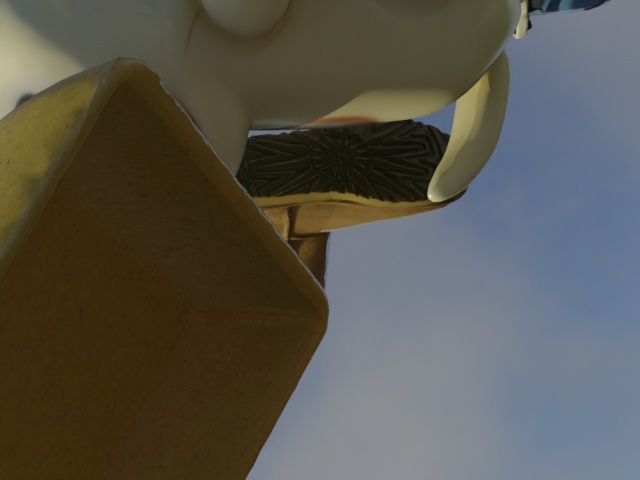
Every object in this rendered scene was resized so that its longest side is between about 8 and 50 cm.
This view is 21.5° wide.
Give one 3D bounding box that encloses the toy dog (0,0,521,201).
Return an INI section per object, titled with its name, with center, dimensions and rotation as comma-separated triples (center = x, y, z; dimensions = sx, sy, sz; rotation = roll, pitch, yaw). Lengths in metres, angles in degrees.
[toy dog]
center = -0.073, -0.155, 1.233
dimensions = 0.408, 0.284, 0.395
rotation = -35, -58, -22

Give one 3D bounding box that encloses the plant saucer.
[plant saucer]
center = -0.141, 0.109, 0.789
dimensions = 0.332, 0.081, 0.333
rotation = -62, -23, -12

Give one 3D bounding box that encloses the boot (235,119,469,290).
[boot]
center = 0.000, 0.000, 1.514
dimensions = 0.236, 0.089, 0.269
rotation = 1, -32, -6

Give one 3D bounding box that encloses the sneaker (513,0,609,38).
[sneaker]
center = 0.101, -0.187, 1.529
dimensions = 0.130, 0.323, 0.236
rotation = 84, -162, -63
